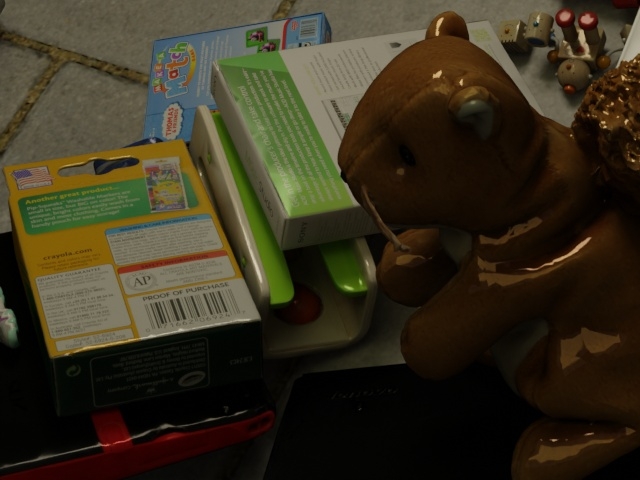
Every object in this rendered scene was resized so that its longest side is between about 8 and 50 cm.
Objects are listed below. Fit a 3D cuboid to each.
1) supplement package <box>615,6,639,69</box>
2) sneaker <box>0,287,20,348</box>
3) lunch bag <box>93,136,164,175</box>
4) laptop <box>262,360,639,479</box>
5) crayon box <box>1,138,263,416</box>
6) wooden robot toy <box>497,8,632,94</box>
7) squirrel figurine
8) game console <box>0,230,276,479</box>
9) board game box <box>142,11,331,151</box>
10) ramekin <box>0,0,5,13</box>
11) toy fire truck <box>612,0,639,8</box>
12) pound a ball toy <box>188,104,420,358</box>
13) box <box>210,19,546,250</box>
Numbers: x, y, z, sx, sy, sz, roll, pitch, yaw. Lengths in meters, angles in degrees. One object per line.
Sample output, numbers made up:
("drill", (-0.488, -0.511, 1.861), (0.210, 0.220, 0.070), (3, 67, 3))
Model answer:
("supplement package", (0.418, -0.140, 1.647), (0.199, 0.262, 0.198), (12, 64, 26))
("sneaker", (-0.338, 0.085, 1.726), (0.069, 0.038, 0.098), (-16, 30, -18))
("lunch bag", (-0.207, -0.070, 1.951), (0.098, 0.067, 0.065), (-19, 55, 9))
("laptop", (0.143, 0.313, 1.617), (0.382, 0.236, 0.407), (-7, 86, 16))
("crayon box", (-0.196, 0.029, 1.759), (0.203, 0.083, 0.323), (-10, 39, -13))
("wooden robot toy", (0.264, -0.198, 1.862), (0.173, 0.076, 0.079), (9, 74, 25))
("squirrel figurine", (0.217, -0.041, 1.503), (0.397, 0.370, 0.281), (-27, 23, 15))
("game console", (-0.261, 0.110, 1.769), (0.342, 0.060, 0.386), (-12, 39, -17))
("board game box", (-0.095, -0.174, 1.993), (0.212, 0.039, 0.160), (-7, 57, 15))
("ramekin", (-0.501, -0.295, 2.121), (0.207, 0.207, 0.109), (23, 78, 30))
("toy fire truck", (0.279, -0.366, 1.884), (0.246, 0.217, 0.158), (-2, 30, 25))
("pound a ball toy", (0.000, 0.000, 1.815), (0.208, 0.135, 0.319), (-8, 52, -17))
("box", (0.072, -0.115, 1.803), (0.322, 0.058, 0.232), (-9, 51, -20))
